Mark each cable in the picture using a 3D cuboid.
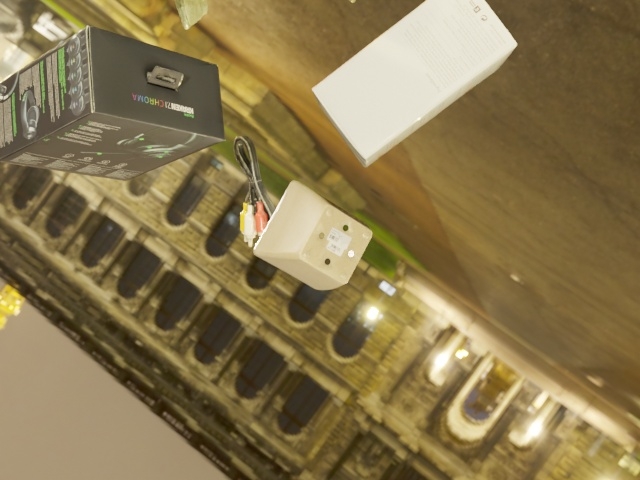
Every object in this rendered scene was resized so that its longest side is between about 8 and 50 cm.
[{"bbox_3d":[-0.175,-0.125,1.991,0.072,0.287,0.139,-20,-163,-35],"label":"cable"}]

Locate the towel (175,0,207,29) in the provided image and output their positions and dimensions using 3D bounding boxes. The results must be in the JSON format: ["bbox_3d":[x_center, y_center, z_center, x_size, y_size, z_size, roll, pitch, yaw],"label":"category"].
[{"bbox_3d":[-0.278,-0.533,1.631,0.027,0.110,0.148,4,130,19],"label":"towel"}]

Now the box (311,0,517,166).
[{"bbox_3d":[0.174,-0.314,1.490,0.168,0.345,0.215,53,-177,1],"label":"box"}]

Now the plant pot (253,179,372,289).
[{"bbox_3d":[0.000,0.000,0.953,0.109,0.109,0.096,31,175,-24],"label":"plant pot"}]

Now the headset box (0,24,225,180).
[{"bbox_3d":[-0.321,-0.199,1.191,0.283,0.131,0.246,-14,167,39],"label":"headset box"}]
